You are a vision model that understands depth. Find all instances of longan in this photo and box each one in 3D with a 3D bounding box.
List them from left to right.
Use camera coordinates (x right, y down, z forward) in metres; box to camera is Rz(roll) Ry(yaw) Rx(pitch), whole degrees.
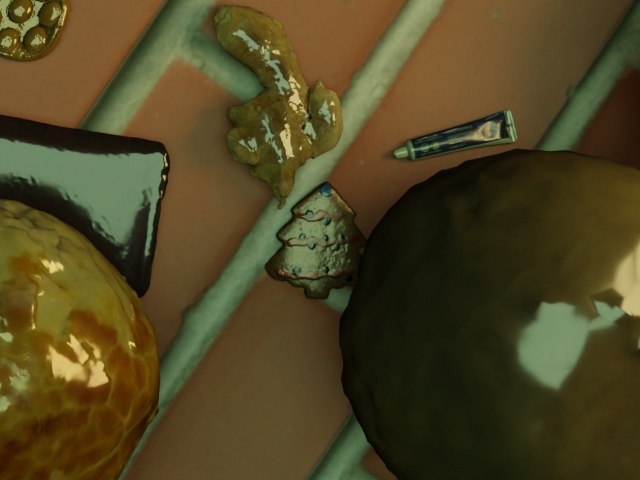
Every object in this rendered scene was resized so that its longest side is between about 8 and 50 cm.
[{"bbox_3d":[0.241,0.107,1.775,0.436,0.404,0.404,19,91,1],"label":"longan"}]

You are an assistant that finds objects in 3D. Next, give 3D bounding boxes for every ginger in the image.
[{"bbox_3d":[-0.061,-0.152,1.889,0.133,0.059,0.214,-38,98,-7],"label":"ginger"}]

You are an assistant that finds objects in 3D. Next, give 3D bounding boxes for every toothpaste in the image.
[{"bbox_3d":[0.148,-0.111,1.933,0.140,0.021,0.037,-14,94,-7],"label":"toothpaste"}]

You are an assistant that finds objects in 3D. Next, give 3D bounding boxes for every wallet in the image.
[{"bbox_3d":[-0.284,-0.036,1.881,0.229,0.049,0.182,8,94,-8],"label":"wallet"}]

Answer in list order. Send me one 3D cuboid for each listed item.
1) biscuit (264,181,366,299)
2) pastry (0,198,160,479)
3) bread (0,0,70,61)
[{"bbox_3d":[0.000,0.000,1.925,0.119,0.019,0.130,2,93,-6],"label":"biscuit"},{"bbox_3d":[-0.335,0.156,1.716,0.388,0.388,0.312,-32,56,-3],"label":"pastry"},{"bbox_3d":[-0.321,-0.246,1.874,0.110,0.024,0.110,0,93,-5],"label":"bread"}]
